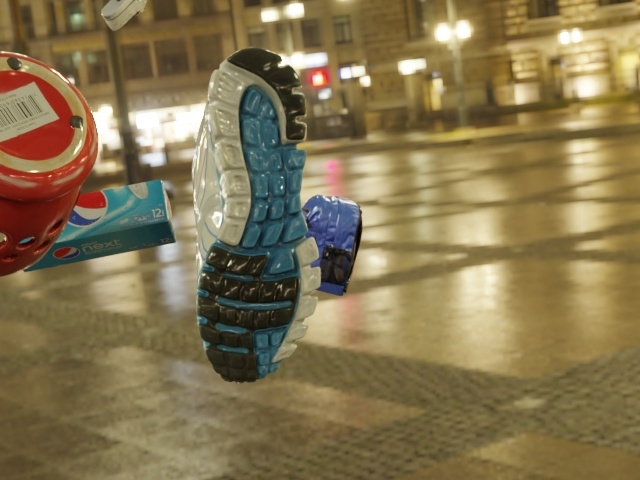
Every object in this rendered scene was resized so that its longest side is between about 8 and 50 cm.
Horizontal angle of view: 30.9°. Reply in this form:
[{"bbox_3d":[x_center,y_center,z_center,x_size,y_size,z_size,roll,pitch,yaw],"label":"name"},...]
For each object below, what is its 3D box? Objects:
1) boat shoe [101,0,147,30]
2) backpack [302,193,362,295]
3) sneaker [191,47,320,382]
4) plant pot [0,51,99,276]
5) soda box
[{"bbox_3d":[-0.248,-0.314,1.525,0.035,0.035,0.100,14,53,32],"label":"boat shoe"},{"bbox_3d":[0.000,0.000,1.466,0.101,0.120,0.098,15,3,-17],"label":"backpack"},{"bbox_3d":[-0.045,-0.012,0.685,0.071,0.190,0.083,4,-5,-20],"label":"sneaker"},{"bbox_3d":[-0.327,-0.079,1.173,0.191,0.191,0.174,-13,-18,-40],"label":"plant pot"},{"bbox_3d":[-0.304,-0.020,1.543,0.210,0.067,0.071,-12,-25,-4],"label":"soda box"}]
